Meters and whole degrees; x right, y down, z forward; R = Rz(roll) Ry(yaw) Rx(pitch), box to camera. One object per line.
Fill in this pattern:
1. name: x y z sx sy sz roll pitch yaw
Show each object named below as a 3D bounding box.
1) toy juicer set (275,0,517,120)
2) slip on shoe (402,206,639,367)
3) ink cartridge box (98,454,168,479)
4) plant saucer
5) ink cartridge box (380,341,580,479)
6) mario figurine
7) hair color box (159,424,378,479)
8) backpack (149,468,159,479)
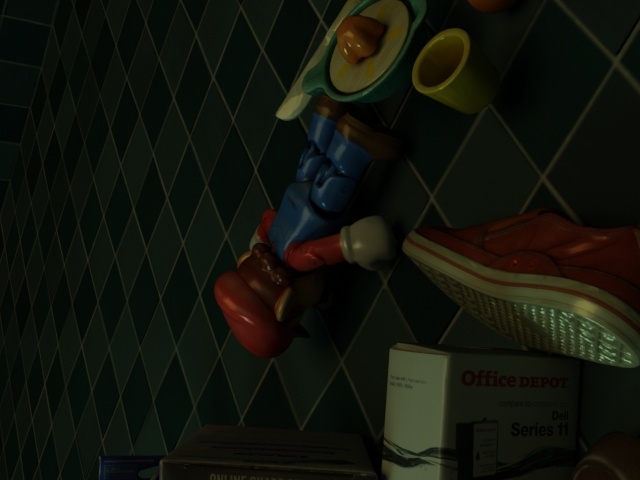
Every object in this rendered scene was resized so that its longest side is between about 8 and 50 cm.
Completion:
1. toy juicer set: 0.067 -0.232 1.093 0.329 0.089 0.209 6 71 52
2. slip on shoe: 0.180 0.025 0.904 0.101 0.123 0.331 -53 22 -11
3. ink cartridge box: -0.200 0.435 1.409 0.065 0.185 0.311 -45 46 52
4. plant saucer: 0.226 0.230 0.790 0.168 0.029 0.169 174 90 -77
5. ink cartridge box: 0.133 0.195 0.889 0.087 0.153 0.209 -2 83 59
6. mario figurine: 0.000 0.000 1.247 0.321 0.170 0.198 -62 -2 16
7. hair color box: -0.046 0.250 1.029 0.339 0.185 0.110 86 -173 -83
8. backpack: -0.142 0.401 1.277 0.191 0.225 0.254 -44 43 42
